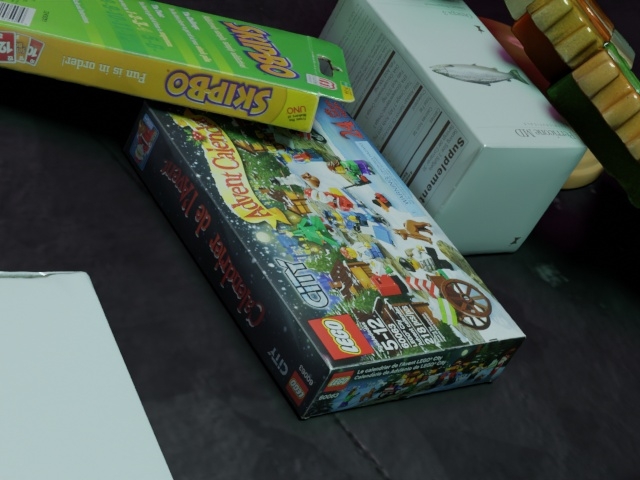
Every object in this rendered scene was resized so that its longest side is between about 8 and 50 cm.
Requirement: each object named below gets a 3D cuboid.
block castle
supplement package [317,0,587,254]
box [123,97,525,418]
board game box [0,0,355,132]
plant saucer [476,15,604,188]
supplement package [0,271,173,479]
[{"bbox_3d":[0.308,-0.160,1.036,0.453,0.303,0.213,51,19,-2],"label":"block castle"},{"bbox_3d":[0.079,-0.086,1.045,0.105,0.105,0.179,-2,45,-40],"label":"supplement package"},{"bbox_3d":[0.000,0.000,0.933,0.159,0.044,0.233,-6,47,-40],"label":"box"},{"bbox_3d":[-0.109,-0.126,0.970,0.260,0.039,0.124,9,24,-8],"label":"board game box"},{"bbox_3d":[0.150,-0.120,1.199,0.200,0.037,0.200,18,36,-14],"label":"plant saucer"},{"bbox_3d":[-0.195,0.128,0.545,0.262,0.145,0.204,1,43,-33],"label":"supplement package"}]
